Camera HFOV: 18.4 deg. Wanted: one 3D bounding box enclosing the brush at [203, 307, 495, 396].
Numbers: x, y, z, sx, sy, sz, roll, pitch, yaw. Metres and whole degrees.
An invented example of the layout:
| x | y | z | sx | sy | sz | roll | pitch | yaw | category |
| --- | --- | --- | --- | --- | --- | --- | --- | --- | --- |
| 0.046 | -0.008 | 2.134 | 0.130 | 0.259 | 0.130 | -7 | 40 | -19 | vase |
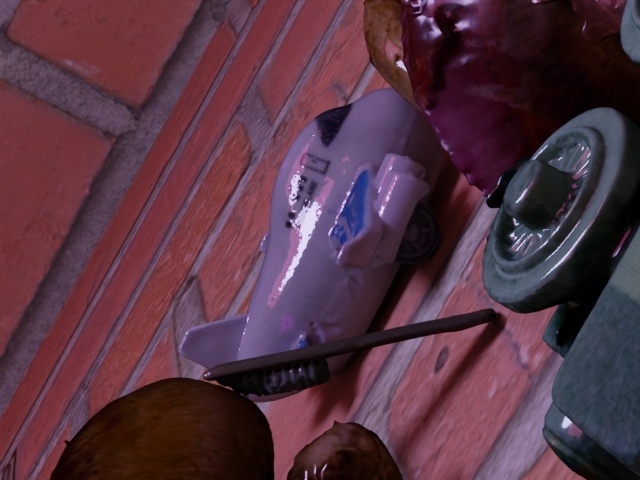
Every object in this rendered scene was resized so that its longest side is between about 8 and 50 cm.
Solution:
| x | y | z | sx | sy | sz | roll | pitch | yaw | category |
| --- | --- | --- | --- | --- | --- | --- | --- | --- | --- |
| 0.020 | 0.075 | 1.264 | 0.034 | 0.190 | 0.027 | -4 | -100 | -82 | brush |

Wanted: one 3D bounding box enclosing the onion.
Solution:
| x | y | z | sx | sy | sz | roll | pitch | yaw | category |
| --- | --- | --- | --- | --- | --- | --- | --- | --- | --- |
| 0.149 | -0.110 | 0.945 | 0.230 | 0.230 | 0.163 | -60 | 4 | 11 | onion |

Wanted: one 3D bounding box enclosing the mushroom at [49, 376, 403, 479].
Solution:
| x | y | z | sx | sy | sz | roll | pitch | yaw | category |
| --- | --- | --- | --- | --- | --- | --- | --- | --- | --- |
| -0.102 | 0.250 | 1.228 | 0.345 | 0.239 | 0.345 | -54 | -18 | -26 | mushroom |

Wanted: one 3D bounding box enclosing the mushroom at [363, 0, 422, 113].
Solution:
| x | y | z | sx | sy | sz | roll | pitch | yaw | category |
| --- | --- | --- | --- | --- | --- | --- | --- | --- | --- |
| 0.054 | -0.236 | 1.515 | 0.302 | 0.233 | 0.208 | -80 | -2 | -64 | mushroom |

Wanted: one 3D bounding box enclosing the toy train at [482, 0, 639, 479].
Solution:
| x | y | z | sx | sy | sz | roll | pitch | yaw | category |
| --- | --- | --- | --- | --- | --- | --- | --- | --- | --- |
| 0.192 | -0.023 | 0.765 | 0.299 | 0.167 | 0.238 | -62 | 19 | 5 | toy train |

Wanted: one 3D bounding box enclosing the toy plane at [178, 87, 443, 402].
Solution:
| x | y | z | sx | sy | sz | roll | pitch | yaw | category |
| --- | --- | --- | --- | --- | --- | --- | --- | --- | --- |
| 0.005 | 0.002 | 1.502 | 0.267 | 0.122 | 0.267 | -54 | 15 | 21 | toy plane |
